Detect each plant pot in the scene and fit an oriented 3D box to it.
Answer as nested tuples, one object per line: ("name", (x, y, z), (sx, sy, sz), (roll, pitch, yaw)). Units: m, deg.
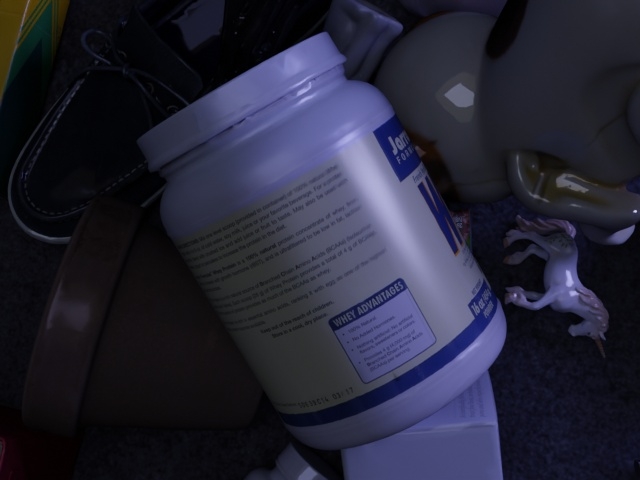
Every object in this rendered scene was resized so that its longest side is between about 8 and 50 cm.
("plant pot", (-0.167, 0.102, 0.931), (0.229, 0.263, 0.263), (16, 85, -6))

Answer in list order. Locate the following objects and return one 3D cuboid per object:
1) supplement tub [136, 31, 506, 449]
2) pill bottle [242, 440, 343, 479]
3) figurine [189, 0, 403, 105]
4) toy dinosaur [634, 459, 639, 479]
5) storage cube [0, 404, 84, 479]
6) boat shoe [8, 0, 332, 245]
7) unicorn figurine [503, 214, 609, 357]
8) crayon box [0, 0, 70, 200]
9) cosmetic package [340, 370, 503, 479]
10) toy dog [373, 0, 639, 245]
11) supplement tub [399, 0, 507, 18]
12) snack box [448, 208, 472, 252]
("supplement tub", (0.000, 0.000, 0.794), (0.235, 0.235, 0.324), (-29, 99, 4))
("pill bottle", (-0.062, 0.319, 0.935), (0.108, 0.108, 0.193), (39, 90, 12))
("figurine", (-0.034, -0.179, 0.938), (0.092, 0.215, 0.209), (47, 117, 42))
("toy dinosaur", (0.371, 0.327, 0.850), (0.322, 0.164, 0.218), (6, 98, 4))
("storage cube", (-0.406, 0.279, 0.953), (0.215, 0.193, 0.183), (10, 84, 11))
("boat shoe", (-0.186, -0.194, 1.004), (0.500, 0.156, 0.187), (-42, 80, 3))
("unicorn figurine", (0.259, 0.048, 0.945), (0.111, 0.060, 0.161), (0, 82, 10))
("crayon box", (-0.528, -0.242, 1.090), (0.363, 0.106, 0.313), (12, 83, 10))
("cosmetic package", (0.109, 0.245, 0.874), (0.152, 0.151, 0.183), (-6, 101, 8))
("toy dog", (0.222, -0.148, 0.828), (0.408, 0.395, 0.284), (-17, 55, 49))
("supplement tub", (0.170, -0.399, 0.955), (0.191, 0.191, 0.272), (-4, 82, 8))
("snack box", (0.068, 0.056, 0.970), (0.207, 0.070, 0.174), (-1, 83, 10))
